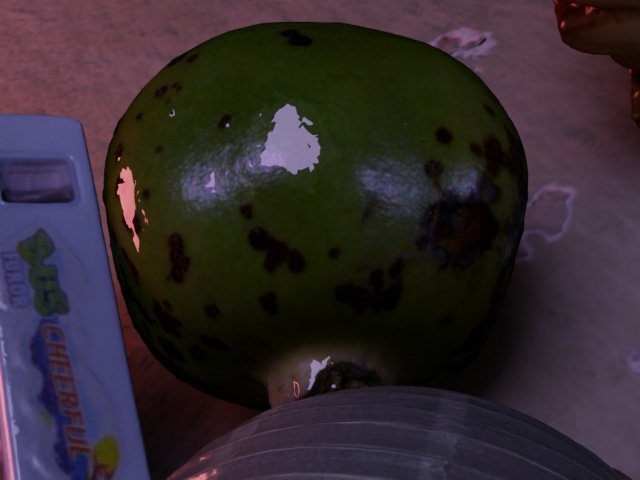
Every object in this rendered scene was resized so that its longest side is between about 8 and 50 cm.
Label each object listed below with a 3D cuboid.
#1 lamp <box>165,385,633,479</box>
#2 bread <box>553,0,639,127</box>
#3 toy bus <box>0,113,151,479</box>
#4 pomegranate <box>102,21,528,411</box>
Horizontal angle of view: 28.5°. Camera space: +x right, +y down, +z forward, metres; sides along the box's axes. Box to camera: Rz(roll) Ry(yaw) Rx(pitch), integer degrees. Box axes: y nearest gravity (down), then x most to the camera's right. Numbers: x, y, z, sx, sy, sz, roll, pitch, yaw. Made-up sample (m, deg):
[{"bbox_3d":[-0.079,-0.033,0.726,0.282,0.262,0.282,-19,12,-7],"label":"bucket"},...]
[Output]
[{"bbox_3d":[0.035,0.170,0.550,0.265,0.233,0.233,-21,41,34],"label":"lamp"},{"bbox_3d":[0.317,-0.200,0.791,0.370,0.191,0.314,5,46,14],"label":"bread"},{"bbox_3d":[-0.167,0.074,0.739,0.109,0.136,0.329,-2,56,-23],"label":"toy bus"},{"bbox_3d":[0.000,0.000,0.728,0.254,0.254,0.270,-17,57,10],"label":"pomegranate"}]
